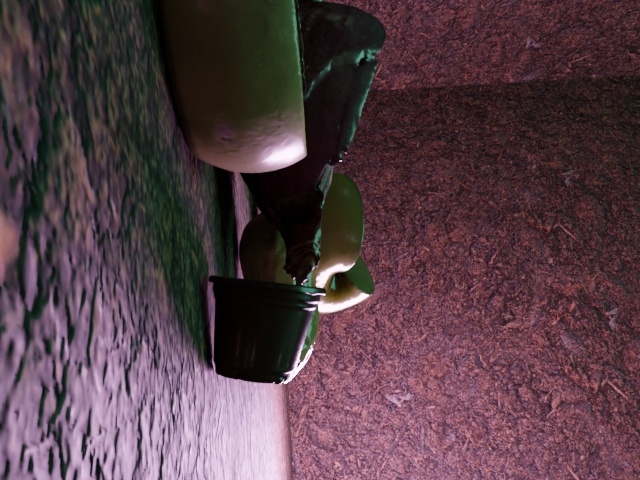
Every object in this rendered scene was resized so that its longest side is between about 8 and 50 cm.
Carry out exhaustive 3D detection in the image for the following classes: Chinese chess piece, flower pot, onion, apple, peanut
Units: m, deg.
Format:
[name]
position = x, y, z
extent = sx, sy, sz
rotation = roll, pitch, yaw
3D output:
[Chinese chess piece]
position = -0.068, -0.182, 0.513
extent = 0.251, 0.097, 0.250
rotation = 175, -90, -88
[flower pot]
position = -0.053, 0.082, 0.549
extent = 0.111, 0.111, 0.089
rotation = 113, -17, -85
[onion]
position = -0.048, -0.127, 0.734
extent = 0.267, 0.159, 0.348
rotation = 120, -15, -62
[apple]
position = -0.018, 0.010, 1.282
extent = 0.295, 0.233, 0.257
rotation = 82, -14, -51
[peanut]
position = -0.058, 0.062, 0.819
extent = 0.123, 0.124, 0.256
rotation = 90, -1, -62

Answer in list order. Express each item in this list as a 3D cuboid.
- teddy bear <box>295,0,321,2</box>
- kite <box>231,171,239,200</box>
[teddy bear]
position = -0.109, -0.390, 1.215
extent = 0.362, 0.375, 0.327
rotation = 44, -4, 2
[kite]
position = -0.121, -0.094, 0.844
extent = 0.078, 0.002, 0.044
rotation = 88, -2, -64
